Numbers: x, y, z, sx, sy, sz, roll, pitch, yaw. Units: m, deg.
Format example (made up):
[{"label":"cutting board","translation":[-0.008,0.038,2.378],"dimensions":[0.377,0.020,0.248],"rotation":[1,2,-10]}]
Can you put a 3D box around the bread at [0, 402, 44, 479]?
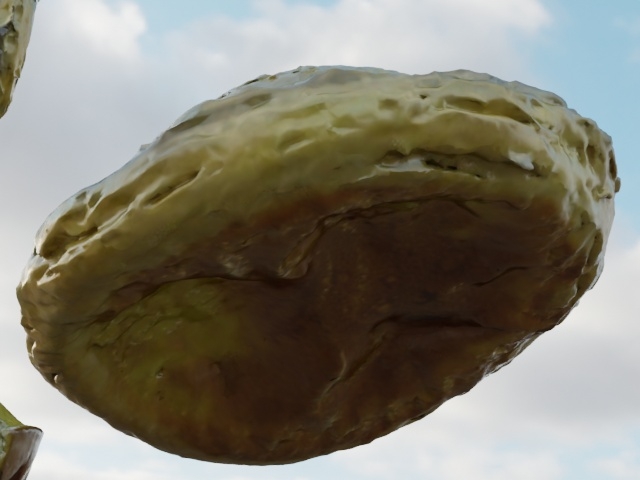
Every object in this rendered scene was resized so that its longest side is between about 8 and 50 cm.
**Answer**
[{"label":"bread","translation":[-0.233,0.154,0.826],"dimensions":[0.086,0.156,0.125],"rotation":[43,-19,11]}]

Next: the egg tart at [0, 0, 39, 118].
[{"label":"egg tart","translation":[-0.390,-0.212,1.397],"dimensions":[0.290,0.290,0.115],"rotation":[-14,-24,40]}]

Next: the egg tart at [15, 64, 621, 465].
[{"label":"egg tart","translation":[0.000,0.000,1.037],"dimensions":[0.443,0.178,0.443],"rotation":[-11,-35,-8]}]
